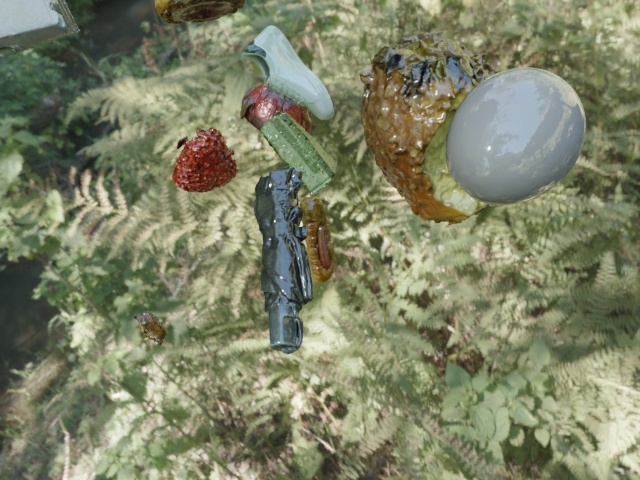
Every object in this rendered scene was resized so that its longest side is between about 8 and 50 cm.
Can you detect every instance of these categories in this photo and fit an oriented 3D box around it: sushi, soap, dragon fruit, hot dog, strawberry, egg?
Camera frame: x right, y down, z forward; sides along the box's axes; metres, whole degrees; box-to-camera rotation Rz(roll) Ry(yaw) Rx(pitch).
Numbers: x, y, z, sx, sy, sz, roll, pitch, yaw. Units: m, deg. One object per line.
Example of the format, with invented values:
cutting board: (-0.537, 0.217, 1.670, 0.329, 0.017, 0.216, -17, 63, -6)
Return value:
sushi: (-0.448, 0.232, 1.642, 0.060, 0.118, 0.061, -42, 21, -12)
soap: (-0.589, -0.429, 1.308, 0.159, 0.302, 0.257, -23, 70, -9)
dragon fruit: (-0.108, -0.395, 1.780, 0.218, 0.148, 0.224, 44, 34, 22)
hot dog: (0.000, 0.000, 1.425, 0.066, 0.215, 0.047, -22, 28, -27)
strawberry: (-0.210, -0.136, 1.143, 0.121, 0.188, 0.082, -40, 86, -12)
egg: (0.264, -0.139, 0.859, 0.176, 0.176, 0.232, 15, 47, 32)

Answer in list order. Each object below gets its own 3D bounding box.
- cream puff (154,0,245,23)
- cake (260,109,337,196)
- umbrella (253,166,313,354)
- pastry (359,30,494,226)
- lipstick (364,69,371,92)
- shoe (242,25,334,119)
cream puff: (-0.247, -0.532, 1.229, 0.184, 0.168, 0.183, -13, 6, 1)
cake: (-0.056, -0.245, 1.702, 0.100, 0.235, 0.099, -38, 7, 20)
umbrella: (-0.046, 0.021, 0.739, 0.066, 0.059, 0.235, -38, 48, 46)
pastry: (0.235, -0.243, 1.312, 0.292, 0.405, 0.337, -34, 40, -3)
lipstick: (0.114, -0.368, 1.508, 0.019, 0.094, 0.019, -2, 50, 2)
shoe: (-0.081, -0.385, 1.518, 0.110, 0.265, 0.095, -40, 9, -18)
